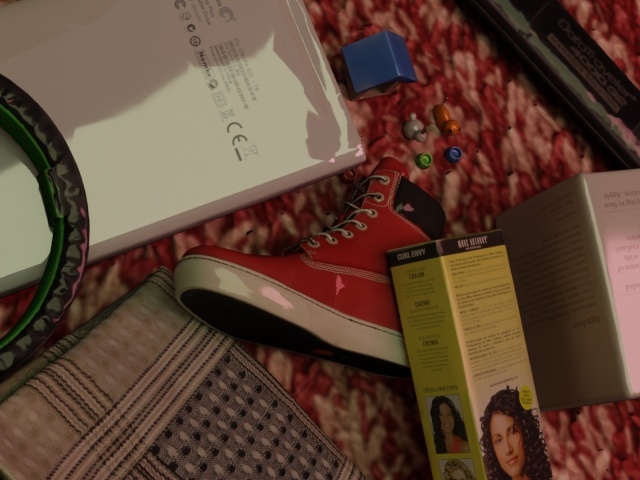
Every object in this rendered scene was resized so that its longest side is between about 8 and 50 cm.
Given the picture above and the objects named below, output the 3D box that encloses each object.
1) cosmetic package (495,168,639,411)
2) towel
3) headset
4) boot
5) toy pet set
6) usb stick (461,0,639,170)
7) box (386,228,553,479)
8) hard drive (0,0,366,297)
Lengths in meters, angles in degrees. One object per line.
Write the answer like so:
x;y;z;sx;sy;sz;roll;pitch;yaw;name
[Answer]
0.264;0.042;0.900;0.151;0.151;0.183;-5;79;-20;cosmetic package
-0.077;0.182;0.708;0.312;0.056;0.324;49;28;-3;towel
-0.358;0.011;0.697;0.394;0.185;0.243;-14;87;-28;headset
0.000;0.000;0.838;0.244;0.088;0.176;20;70;-35;boot
0.069;-0.120;0.916;0.122;0.065;0.114;-14;83;-22;toy pet set
0.238;-0.163;0.996;0.278;0.045;0.077;46;61;-4;usb stick
0.121;0.111;0.829;0.087;0.058;0.232;-10;87;-44;box
-0.148;-0.105;0.831;0.319;0.040;0.210;-21;85;-15;hard drive
